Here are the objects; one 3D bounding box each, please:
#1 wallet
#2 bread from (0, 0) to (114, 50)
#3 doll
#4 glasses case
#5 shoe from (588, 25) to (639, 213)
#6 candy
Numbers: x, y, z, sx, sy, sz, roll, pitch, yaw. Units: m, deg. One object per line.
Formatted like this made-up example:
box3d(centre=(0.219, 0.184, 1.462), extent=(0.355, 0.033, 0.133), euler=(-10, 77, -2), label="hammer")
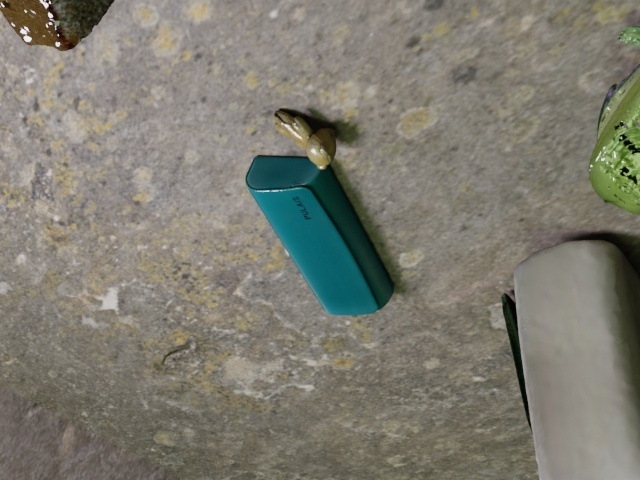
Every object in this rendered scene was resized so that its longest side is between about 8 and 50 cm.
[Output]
box3d(centre=(0.316, 0.199, 1.605), extent=(0.055, 0.236, 0.160), euler=(-22, 134, 18), label="wallet")
box3d(centre=(-0.321, -0.388, 1.157), extent=(0.113, 0.165, 0.417), euler=(12, 149, 27), label="bread")
box3d(centre=(-0.022, -0.130, 1.471), extent=(0.093, 0.051, 0.061), euler=(17, 156, 12), label="doll")
box3d(centre=(0.001, 0.001, 1.647), extent=(0.117, 0.070, 0.301), euler=(3, 143, 29), label="glasses case")
box3d(centre=(0.355, -0.145, 1.131), extent=(0.140, 0.128, 0.262), euler=(23, 122, -18), label="shoe")
box3d(centre=(0.358, 0.195, 1.433), extent=(0.145, 0.359, 0.208), euler=(-22, 139, 27), label="candy")
